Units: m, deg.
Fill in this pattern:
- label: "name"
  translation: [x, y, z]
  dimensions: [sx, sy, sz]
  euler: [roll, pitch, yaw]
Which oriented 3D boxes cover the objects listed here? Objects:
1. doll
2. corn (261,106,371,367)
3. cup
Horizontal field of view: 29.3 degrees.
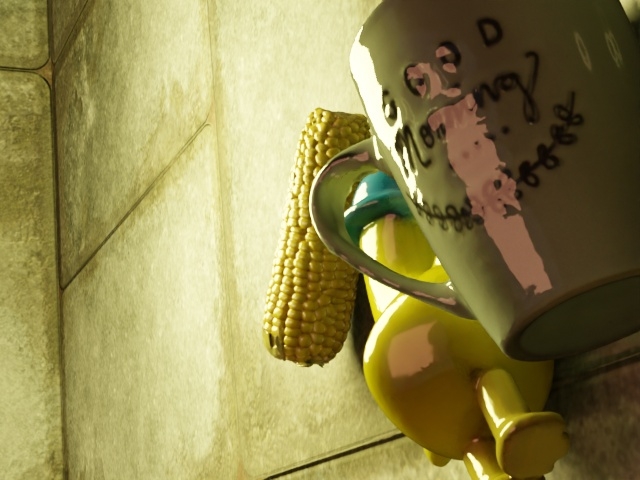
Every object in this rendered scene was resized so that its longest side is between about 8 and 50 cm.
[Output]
- label: "doll"
  translation: [0.089, 0.071, 0.961]
  dimensions: [0.363, 0.145, 0.199]
  euler: [-113, 29, -56]
- label: "corn"
  translation: [0.000, -0.001, 1.222]
  dimensions: [0.091, 0.091, 0.260]
  euler: [-120, 40, -76]
- label: "cup"
  translation: [0.111, -0.035, 0.821]
  dimensions: [0.258, 0.186, 0.234]
  euler: [-30, 63, 27]
